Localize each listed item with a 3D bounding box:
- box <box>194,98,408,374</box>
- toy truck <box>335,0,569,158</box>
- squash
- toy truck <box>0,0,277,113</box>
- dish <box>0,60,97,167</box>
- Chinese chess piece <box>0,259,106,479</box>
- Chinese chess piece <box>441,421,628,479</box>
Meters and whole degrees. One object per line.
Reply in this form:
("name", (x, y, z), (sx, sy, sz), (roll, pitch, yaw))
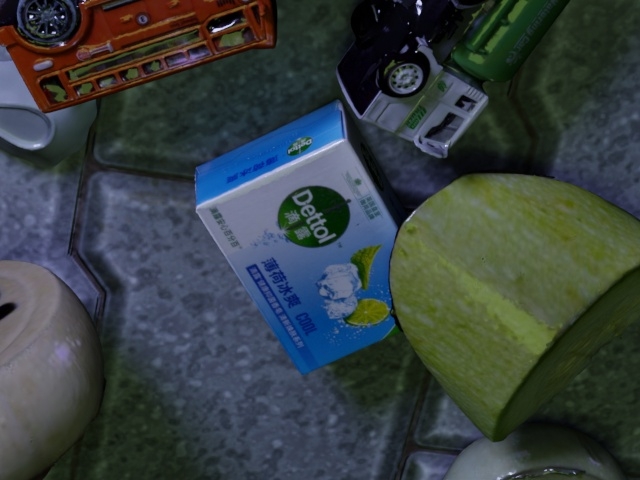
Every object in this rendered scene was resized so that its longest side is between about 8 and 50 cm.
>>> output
("box", (0.000, 0.000, 1.478), (0.139, 0.073, 0.194), (-25, 121, 11))
("toy truck", (0.122, -0.185, 1.359), (0.125, 0.101, 0.242), (23, 116, -31))
("squash", (0.173, 0.029, 1.494), (0.237, 0.155, 0.204), (-45, 159, -3))
("toy truck", (-0.112, -0.188, 1.332), (0.252, 0.107, 0.114), (-16, 123, 8))
("dish", (-0.248, -0.103, 1.414), (0.137, 0.039, 0.091), (22, 118, -19))
("Chinese chess piece", (-0.300, 0.119, 1.422), (0.257, 0.257, 0.104), (-16, 117, 6))
("Chinese chess piece", (0.200, 0.260, 1.654), (0.188, 0.083, 0.188), (-3, 121, -5))
